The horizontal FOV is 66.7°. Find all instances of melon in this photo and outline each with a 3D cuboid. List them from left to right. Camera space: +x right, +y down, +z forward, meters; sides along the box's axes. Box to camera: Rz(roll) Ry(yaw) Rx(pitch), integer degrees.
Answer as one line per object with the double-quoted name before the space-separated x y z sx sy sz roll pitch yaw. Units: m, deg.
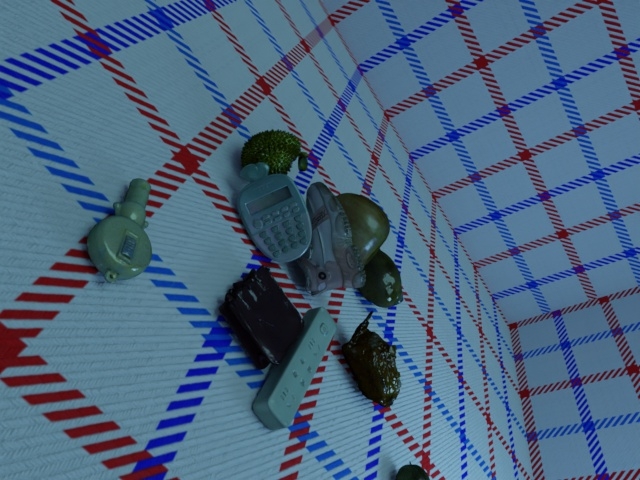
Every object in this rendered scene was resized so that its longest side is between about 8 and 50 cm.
"melon" 0.285 0.762 1.486 0.114 0.114 0.168 37 41 -43

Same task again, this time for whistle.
"whistle" -0.384 -0.024 0.971 0.126 0.067 0.258 43 32 -39

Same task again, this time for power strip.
"power strip" -0.050 0.307 1.256 0.091 0.062 0.385 55 37 -17

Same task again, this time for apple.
"apple" 0.106 -0.036 1.686 0.234 0.257 0.257 36 27 7

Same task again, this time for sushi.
"sushi" 0.173 0.391 1.555 0.179 0.167 0.296 -26 83 -43

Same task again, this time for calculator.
"calculator" -0.132 -0.081 1.371 0.295 0.184 0.042 66 -11 -6

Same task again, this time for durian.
"durian" -0.148 -0.259 1.438 0.159 0.198 0.146 -9 86 -56

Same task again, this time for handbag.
"handbag" -0.147 0.188 1.218 0.216 0.074 0.203 57 28 -13

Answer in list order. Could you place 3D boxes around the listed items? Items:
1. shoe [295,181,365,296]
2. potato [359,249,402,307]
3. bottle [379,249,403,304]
"shoe" -0.001 -0.001 1.482 0.172 0.198 0.351 42 29 -75
"potato" 0.219 0.141 1.828 0.178 0.160 0.235 51 28 -53
"bottle" 0.253 0.146 1.967 0.254 0.079 0.096 62 32 -8
